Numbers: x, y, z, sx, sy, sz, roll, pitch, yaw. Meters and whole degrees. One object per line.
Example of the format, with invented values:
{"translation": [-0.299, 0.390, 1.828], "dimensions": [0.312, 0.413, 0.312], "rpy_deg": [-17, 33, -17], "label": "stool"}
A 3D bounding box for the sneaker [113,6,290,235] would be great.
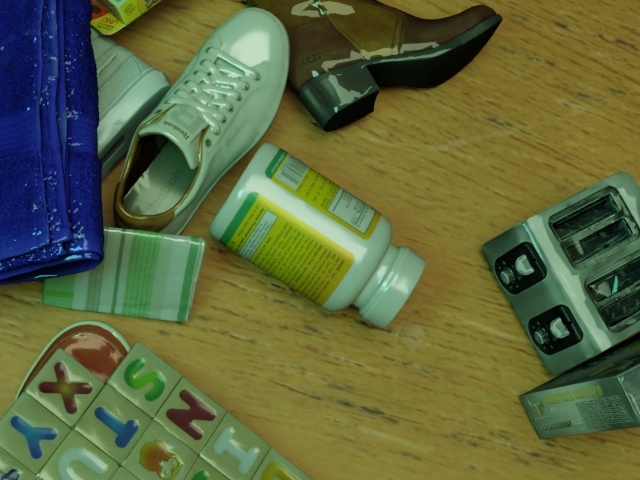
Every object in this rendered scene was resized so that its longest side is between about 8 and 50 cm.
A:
{"translation": [-0.115, -0.122, 1.298], "dimensions": [0.106, 0.123, 0.290], "rpy_deg": [27, 78, 4], "label": "sneaker"}

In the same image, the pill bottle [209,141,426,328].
{"translation": [0.000, 0.000, 1.318], "dimensions": [0.208, 0.117, 0.118], "rpy_deg": [32, 70, -3], "label": "pill bottle"}

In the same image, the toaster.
{"translation": [0.298, 0.033, 1.388], "dimensions": [0.185, 0.110, 0.168], "rpy_deg": [-26, 83, -19], "label": "toaster"}

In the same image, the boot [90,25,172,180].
{"translation": [-0.278, -0.106, 1.304], "dimensions": [0.123, 0.095, 0.258], "rpy_deg": [37, 66, 10], "label": "boot"}

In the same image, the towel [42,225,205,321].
{"translation": [-0.198, 0.029, 1.274], "dimensions": [0.152, 0.113, 0.023], "rpy_deg": [8, 38, -10], "label": "towel"}

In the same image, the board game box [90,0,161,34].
{"translation": [-0.163, -0.324, 1.372], "dimensions": [0.259, 0.039, 0.124], "rpy_deg": [-41, 52, -14], "label": "board game box"}

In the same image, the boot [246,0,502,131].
{"translation": [0.037, -0.288, 1.441], "dimensions": [0.264, 0.096, 0.280], "rpy_deg": [-28, 76, -12], "label": "boot"}

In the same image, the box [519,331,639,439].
{"translation": [0.332, 0.135, 1.305], "dimensions": [0.183, 0.231, 0.056], "rpy_deg": [-24, 85, -18], "label": "box"}

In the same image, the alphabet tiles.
{"translation": [-0.156, 0.266, 1.180], "dimensions": [0.342, 0.011, 0.285], "rpy_deg": [40, 53, -8], "label": "alphabet tiles"}

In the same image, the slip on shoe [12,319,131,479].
{"translation": [-0.261, 0.227, 1.202], "dimensions": [0.123, 0.101, 0.331], "rpy_deg": [24, 70, -5], "label": "slip on shoe"}

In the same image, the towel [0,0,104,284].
{"translation": [-0.322, -0.098, 1.219], "dimensions": [0.227, 0.076, 0.308], "rpy_deg": [-12, 63, 10], "label": "towel"}
